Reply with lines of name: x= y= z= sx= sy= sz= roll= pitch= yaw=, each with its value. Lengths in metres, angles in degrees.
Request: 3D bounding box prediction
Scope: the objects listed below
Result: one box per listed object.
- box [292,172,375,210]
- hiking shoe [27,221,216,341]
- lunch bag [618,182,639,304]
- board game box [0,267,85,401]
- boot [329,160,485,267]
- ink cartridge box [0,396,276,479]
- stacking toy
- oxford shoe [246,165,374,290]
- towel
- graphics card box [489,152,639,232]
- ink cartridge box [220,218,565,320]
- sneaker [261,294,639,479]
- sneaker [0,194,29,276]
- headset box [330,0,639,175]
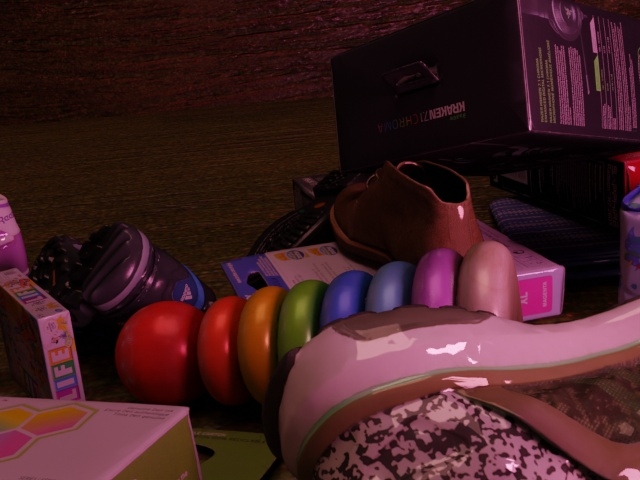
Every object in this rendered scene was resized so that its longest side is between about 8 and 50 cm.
box: x=0.075 y=-0.058 z=1.173 sx=0.183 sy=0.056 sz=0.231 roll=-9 pitch=18 yaw=-15
hiking shoe: x=-0.221 y=0.065 z=0.818 sx=0.132 sy=0.113 sz=0.304 roll=35 pitch=-22 yaw=-29
lunch bag: x=0.341 y=0.007 z=0.761 sx=0.096 sy=0.128 sz=0.151 roll=10 pitch=23 yaw=39
board game box: x=-0.247 y=0.092 z=0.697 sx=0.026 sy=0.103 sz=0.154 roll=-16 pitch=20 yaw=-32
boot: x=0.083 y=-0.034 z=0.798 sx=0.112 sy=0.115 sz=0.305 roll=-11 pitch=17 yaw=-13
ink cartridge box: x=-0.154 y=0.141 z=0.505 sx=0.189 sy=0.097 sz=0.255 roll=-2 pitch=15 yaw=22
stacking toy: x=-0.011 y=0.081 z=0.640 sx=0.330 sy=0.141 sz=0.141 roll=-4 pitch=16 yaw=19
oxford shoe: x=0.000 y=0.000 z=0.971 sx=0.227 sy=0.096 sz=0.083 roll=-40 pitch=28 yaw=-28
towel: x=0.348 y=-0.013 z=1.003 sx=0.243 sy=0.040 sz=0.336 roll=-5 pitch=15 yaw=7
graphics card box: x=0.401 y=-0.102 z=1.056 sx=0.233 sy=0.094 sz=0.371 roll=-10 pitch=14 yaw=-10
ink cartridge box: x=0.064 y=0.047 z=0.826 sx=0.311 sy=0.065 sz=0.186 roll=-7 pitch=18 yaw=-14
sneaker: x=0.180 y=0.136 z=0.447 sx=0.411 sy=0.158 sz=0.182 roll=-7 pitch=43 yaw=-7
sneaker: x=-0.510 y=-0.001 z=0.987 sx=0.282 sy=0.161 sz=0.102 roll=-7 pitch=19 yaw=-3
headset box: x=0.182 y=-0.146 z=0.833 sx=0.283 sy=0.131 sz=0.246 roll=-3 pitch=-3 yaw=-39
